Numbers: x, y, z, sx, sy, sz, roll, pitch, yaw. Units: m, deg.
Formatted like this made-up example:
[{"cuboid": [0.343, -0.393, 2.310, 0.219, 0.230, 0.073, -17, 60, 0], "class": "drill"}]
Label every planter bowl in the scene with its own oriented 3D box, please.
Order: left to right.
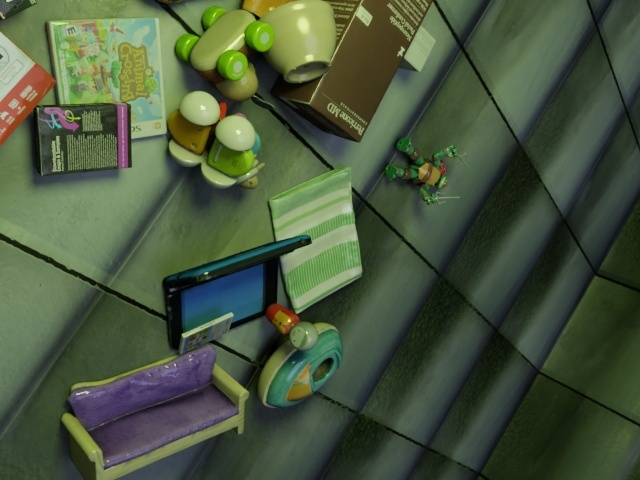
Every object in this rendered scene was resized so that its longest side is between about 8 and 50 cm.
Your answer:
[{"cuboid": [-0.038, -0.374, 1.245, 0.162, 0.162, 0.109, -11, 82, -40], "class": "planter bowl"}]

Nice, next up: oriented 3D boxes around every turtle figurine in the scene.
[{"cuboid": [0.289, -0.180, 1.725, 0.234, 0.118, 0.175, 20, 80, -31], "class": "turtle figurine"}]

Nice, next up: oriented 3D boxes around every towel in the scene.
[{"cuboid": [0.000, 0.000, 1.595, 0.248, 0.038, 0.324, -28, 126, -30], "class": "towel"}]

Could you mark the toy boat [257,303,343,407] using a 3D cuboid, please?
[{"cuboid": [-0.047, 0.288, 1.580, 0.267, 0.148, 0.318, -40, 141, -24], "class": "toy boat"}]

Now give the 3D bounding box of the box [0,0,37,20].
[{"cuboid": [-0.479, -0.383, 0.959, 0.062, 0.052, 0.083, -40, 133, -23], "class": "box"}]

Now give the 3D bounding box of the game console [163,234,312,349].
[{"cuboid": [-0.172, 0.115, 1.400, 0.293, 0.250, 0.173, -20, 95, -36], "class": "game console"}]

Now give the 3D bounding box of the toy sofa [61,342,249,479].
[{"cuboid": [-0.342, 0.366, 1.365, 0.363, 0.150, 0.177, -13, 119, -39], "class": "toy sofa"}]

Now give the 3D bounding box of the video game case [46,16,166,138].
[{"cuboid": [-0.368, -0.279, 1.131, 0.193, 0.023, 0.212, -18, 120, -37], "class": "video game case"}]

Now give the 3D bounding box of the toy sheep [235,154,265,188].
[{"cuboid": [-0.170, -0.164, 1.329, 0.091, 0.091, 0.132, -37, 101, -25], "class": "toy sheep"}]

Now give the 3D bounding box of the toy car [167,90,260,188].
[{"cuboid": [-0.194, -0.203, 1.233, 0.136, 0.182, 0.159, -53, 176, -46], "class": "toy car"}]

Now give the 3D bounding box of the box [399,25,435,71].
[{"cuboid": [0.192, -0.463, 1.512, 0.102, 0.101, 0.087, 25, 91, -45], "class": "box"}]

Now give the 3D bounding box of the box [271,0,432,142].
[{"cuboid": [0.075, -0.430, 1.395, 0.191, 0.143, 0.381, 26, 92, -46], "class": "box"}]

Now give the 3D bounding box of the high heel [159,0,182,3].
[{"cuboid": [-0.226, -0.538, 1.088, 0.186, 0.093, 0.261, -27, 134, -40], "class": "high heel"}]

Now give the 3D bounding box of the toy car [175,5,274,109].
[{"cuboid": [-0.153, -0.326, 1.228, 0.149, 0.155, 0.188, -51, 144, -13], "class": "toy car"}]

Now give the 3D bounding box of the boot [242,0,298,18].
[{"cuboid": [-0.102, -0.533, 1.205, 0.295, 0.104, 0.211, 27, 90, -50], "class": "boot"}]

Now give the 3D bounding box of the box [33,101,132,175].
[{"cuboid": [-0.406, -0.177, 1.108, 0.162, 0.029, 0.116, -12, 117, -40], "class": "box"}]

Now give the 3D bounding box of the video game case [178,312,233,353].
[{"cuboid": [-0.253, 0.205, 1.416, 0.122, 0.011, 0.087, -23, 156, -30], "class": "video game case"}]

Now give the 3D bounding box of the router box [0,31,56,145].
[{"cuboid": [-0.607, -0.206, 0.900, 0.335, 0.082, 0.301, -54, 135, -10], "class": "router box"}]
